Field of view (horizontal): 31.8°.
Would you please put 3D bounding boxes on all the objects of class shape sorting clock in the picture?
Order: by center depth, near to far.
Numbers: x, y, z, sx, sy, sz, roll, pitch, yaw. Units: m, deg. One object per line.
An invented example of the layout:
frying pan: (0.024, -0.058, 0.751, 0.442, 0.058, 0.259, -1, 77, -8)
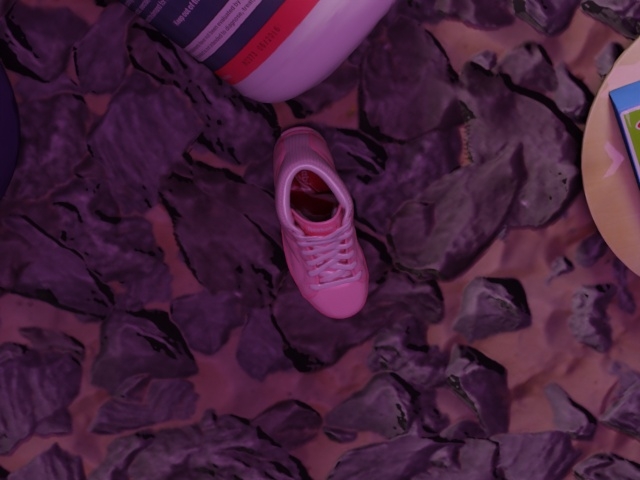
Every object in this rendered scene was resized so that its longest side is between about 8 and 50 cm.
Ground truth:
shape sorting clock: (0.269, -0.057, 0.715, 0.206, 0.040, 0.206, 0, 112, 1)

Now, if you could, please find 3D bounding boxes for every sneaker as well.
sneaker: (0.000, 0.000, 0.708, 0.051, 0.070, 0.134, -14, 112, 0)

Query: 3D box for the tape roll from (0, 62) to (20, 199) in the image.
tape roll: (-0.280, -0.061, 0.664, 0.189, 0.080, 0.189, -1, 112, -3)

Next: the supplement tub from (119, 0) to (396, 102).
supplement tub: (-0.072, -0.216, 0.556, 0.272, 0.191, 0.191, 36, 105, -15)
